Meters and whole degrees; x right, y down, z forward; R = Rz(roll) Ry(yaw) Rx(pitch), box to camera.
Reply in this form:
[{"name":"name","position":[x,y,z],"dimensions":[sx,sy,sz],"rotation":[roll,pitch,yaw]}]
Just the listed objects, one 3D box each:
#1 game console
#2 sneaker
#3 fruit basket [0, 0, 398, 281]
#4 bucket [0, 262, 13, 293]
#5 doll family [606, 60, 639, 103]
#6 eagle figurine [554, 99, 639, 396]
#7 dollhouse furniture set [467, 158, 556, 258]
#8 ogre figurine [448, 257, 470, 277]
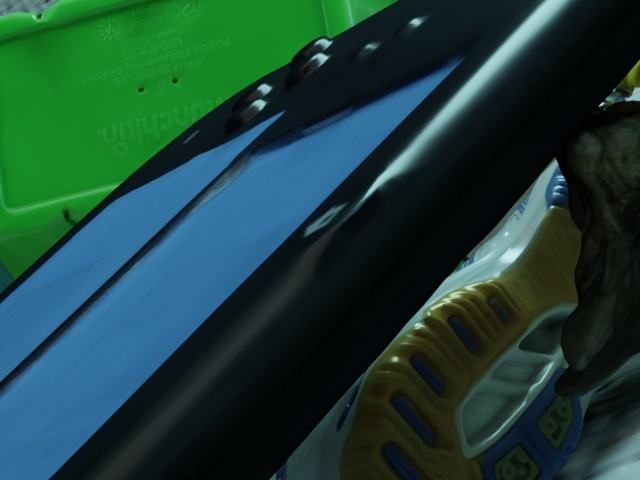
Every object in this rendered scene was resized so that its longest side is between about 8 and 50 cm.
[{"name":"game console","position":[-0.070,0.037,0.516],"dimensions":[0.386,0.060,0.342],"rotation":[-47,9,-31]},{"name":"sneaker","position":[0.091,0.033,0.755],"dimensions":[0.296,0.112,0.131],"rotation":[-32,1,-33]},{"name":"fruit basket","position":[-0.070,-0.089,1.328],"dimensions":[0.392,0.283,0.392],"rotation":[-10,-14,-2]},{"name":"bucket","position":[-0.215,0.074,1.489],"dimensions":[0.281,0.183,0.281],"rotation":[-30,6,4]},{"name":"doll family","position":[0.199,-0.115,1.208],"dimensions":[0.263,0.163,0.118],"rotation":[-30,-37,17]},{"name":"eagle figurine","position":[0.217,-0.025,0.490],"dimensions":[0.298,0.225,0.226],"rotation":[-1,54,4]},{"name":"dollhouse furniture set","position":[0.178,-0.059,0.963],"dimensions":[0.303,0.174,0.355],"rotation":[-57,-9,-47]},{"name":"ogre figurine","position":[0.020,0.034,1.137],"dimensions":[0.197,0.097,0.118],"rotation":[-43,20,-8]}]
